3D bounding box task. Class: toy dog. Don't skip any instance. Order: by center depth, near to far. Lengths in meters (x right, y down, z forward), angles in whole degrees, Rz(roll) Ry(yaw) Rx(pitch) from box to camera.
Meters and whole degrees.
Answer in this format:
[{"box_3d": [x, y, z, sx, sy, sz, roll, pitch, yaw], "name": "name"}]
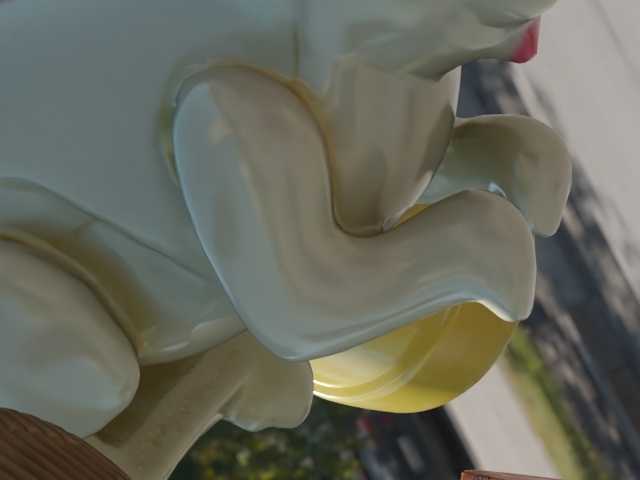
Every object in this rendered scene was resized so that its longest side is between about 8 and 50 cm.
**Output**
[{"box_3d": [-0.042, -0.097, 0.913, 0.395, 0.408, 0.284, 47, -151, 8], "name": "toy dog"}]

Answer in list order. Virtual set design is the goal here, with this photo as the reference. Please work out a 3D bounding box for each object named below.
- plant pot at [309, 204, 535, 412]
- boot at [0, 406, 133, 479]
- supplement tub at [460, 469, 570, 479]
[{"box_3d": [0.000, 0.000, 1.495, 0.239, 0.254, 0.254, 14, -145, -40], "name": "plant pot"}, {"box_3d": [-0.174, 0.168, 0.656, 0.090, 0.207, 0.248, 38, -162, 14], "name": "boot"}, {"box_3d": [0.152, 0.329, 1.230, 0.207, 0.207, 0.338, 107, 170, -86], "name": "supplement tub"}]
